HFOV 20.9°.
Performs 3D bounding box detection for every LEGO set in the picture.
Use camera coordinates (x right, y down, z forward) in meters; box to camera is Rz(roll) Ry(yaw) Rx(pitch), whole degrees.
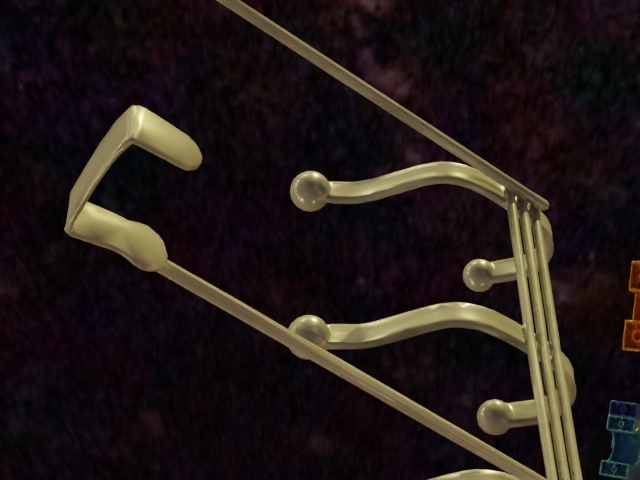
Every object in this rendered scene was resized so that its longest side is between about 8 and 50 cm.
[{"bbox_3d":[0.237,0.085,1.099,0.087,0.093,0.227,5,81,33],"label":"LEGO set"}]

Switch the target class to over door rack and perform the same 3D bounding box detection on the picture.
[{"bbox_3d":[0.000,0.000,0.795,0.108,0.324,0.239,-32,35,24],"label":"over door rack"}]
